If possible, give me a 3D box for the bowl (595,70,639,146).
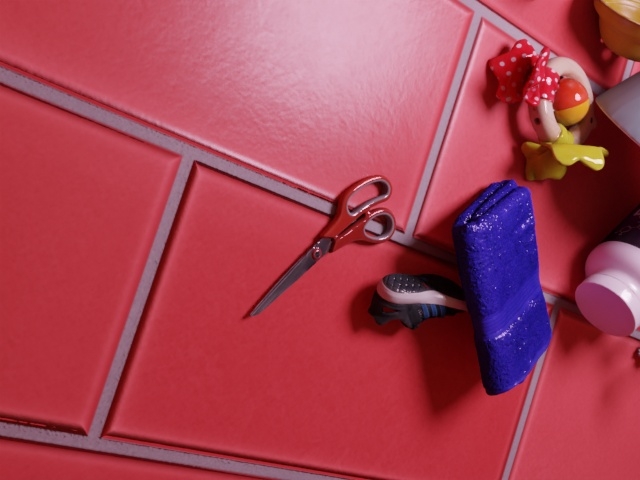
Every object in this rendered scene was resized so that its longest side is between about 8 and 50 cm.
[{"bbox_3d":[0.653,-0.210,1.387,0.312,0.311,0.163,18,121,-34],"label":"bowl"}]

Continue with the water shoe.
[{"bbox_3d":[0.158,0.100,1.283,0.203,0.073,0.080,10,120,-37],"label":"water shoe"}]

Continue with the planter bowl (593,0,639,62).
[{"bbox_3d":[0.574,-0.382,1.439,0.217,0.217,0.090,-14,139,-32],"label":"planter bowl"}]

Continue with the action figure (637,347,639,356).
[{"bbox_3d":[0.701,0.173,1.609,0.276,0.141,0.163,-21,101,-57],"label":"action figure"}]

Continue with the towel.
[{"bbox_3d":[0.310,0.073,1.321,0.228,0.076,0.308,-40,120,-50],"label":"towel"}]

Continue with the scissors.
[{"bbox_3d":[0.000,0.000,1.183,0.297,0.021,0.108,-29,114,-26],"label":"scissors"}]

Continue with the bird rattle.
[{"bbox_3d":[0.397,-0.232,1.380,0.207,0.143,0.253,-35,102,-38],"label":"bird rattle"}]

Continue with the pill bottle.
[{"bbox_3d":[0.628,0.034,1.507,0.323,0.182,0.181,-38,116,-24],"label":"pill bottle"}]
